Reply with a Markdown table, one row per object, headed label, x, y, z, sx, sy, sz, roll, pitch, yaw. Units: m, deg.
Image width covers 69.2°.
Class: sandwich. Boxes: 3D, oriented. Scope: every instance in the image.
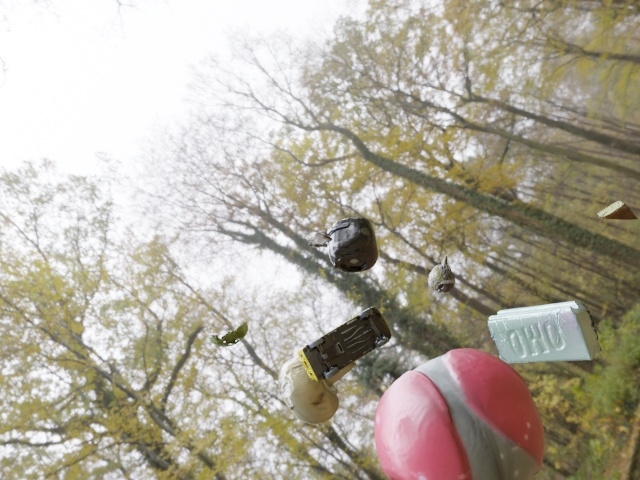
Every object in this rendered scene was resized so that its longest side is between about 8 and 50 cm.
| label | x | y | z | sx | sy | sz | roll | pitch | yaw |
| --- | --- | --- | --- | --- | --- | --- | --- | --- | --- |
| sandwich | 0.714 | -0.072 | 1.107 | 0.031 | 0.084 | 0.043 | -81 | -9 | -63 |

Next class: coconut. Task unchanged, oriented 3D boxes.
| label | x | y | z | sx | sy | sz | roll | pitch | yaw |
| --- | --- | --- | --- | --- | --- | --- | --- | --- | --- |
| coconut | -0.354 | 0.384 | 1.844 | 0.158 | 0.055 | 0.133 | -27 | -37 | -6 |

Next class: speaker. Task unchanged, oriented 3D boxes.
| label | x | y | z | sx | sy | sz | roll | pitch | yaw |
| --- | --- | --- | --- | --- | --- | --- | --- | --- | --- |
| speaker | 0.248 | 0.332 | 0.823 | 0.294 | 0.294 | 0.294 | -33 | -42 | -36 |

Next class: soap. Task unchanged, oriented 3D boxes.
| label | x | y | z | sx | sy | sz | roll | pitch | yaw |
| --- | --- | --- | --- | --- | --- | --- | --- | --- | --- |
| soap | 0.618 | 0.261 | 1.305 | 0.094 | 0.262 | 0.150 | -9 | -97 | -42 |

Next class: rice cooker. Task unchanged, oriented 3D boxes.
| label | x | y | z | sx | sy | sz | roll | pitch | yaw |
| --- | --- | --- | --- | --- | --- | --- | --- | --- | --- |
| rice cooker | 0.159 | 0.031 | 2.304 | 0.267 | 0.268 | 0.224 | 65 | -159 | -51 |

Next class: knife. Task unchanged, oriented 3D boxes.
| label | x | y | z | sx | sy | sz | roll | pitch | yaw |
| --- | --- | --- | --- | --- | --- | --- | --- | --- | --- |
| knife | 0.001 | -0.006 | 1.788 | 0.365 | 0.089 | 0.043 | 133 | 149 | -83 |

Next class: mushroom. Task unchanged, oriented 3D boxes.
| label | x | y | z | sx | sy | sz | roll | pitch | yaw |
| --- | --- | --- | --- | --- | --- | --- | --- | --- | --- |
| mushroom | 0.003 | 0.577 | 1.910 | 0.336 | 0.314 | 0.314 | -36 | -34 | 5 |

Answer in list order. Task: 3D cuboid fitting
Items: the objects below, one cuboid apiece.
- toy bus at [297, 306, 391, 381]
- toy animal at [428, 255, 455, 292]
| label | x | y | z | sx | sy | sz | roll | pitch | yaw |
| --- | --- | --- | --- | --- | --- | --- | --- | --- | --- |
| toy bus | 0.089 | 0.374 | 1.686 | 0.330 | 0.144 | 0.152 | -25 | -7 | -22 |
| toy animal | 0.451 | 0.126 | 1.678 | 0.137 | 0.098 | 0.098 | -53 | -34 | -11 |
